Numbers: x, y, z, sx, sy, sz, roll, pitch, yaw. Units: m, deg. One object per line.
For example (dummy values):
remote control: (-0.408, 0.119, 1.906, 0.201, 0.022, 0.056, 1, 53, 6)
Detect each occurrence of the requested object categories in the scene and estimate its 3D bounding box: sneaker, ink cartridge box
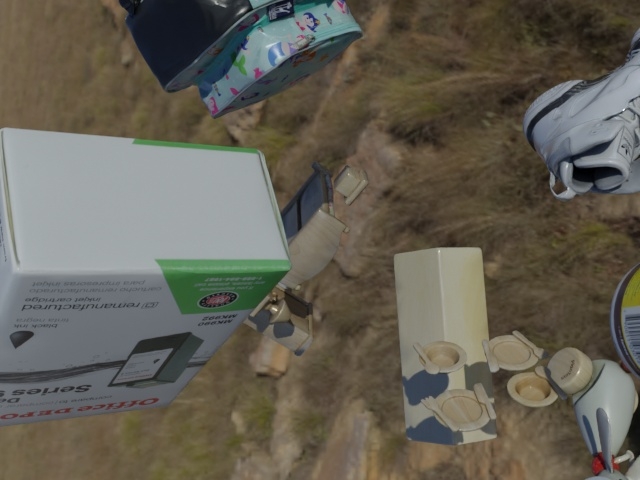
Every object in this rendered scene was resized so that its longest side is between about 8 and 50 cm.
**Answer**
sneaker: (0.480, -0.194, 1.249, 0.366, 0.137, 0.210, -31, 34, 27)
ink cartridge box: (-0.185, 0.046, 0.708, 0.289, 0.211, 0.121, -49, 50, 47)

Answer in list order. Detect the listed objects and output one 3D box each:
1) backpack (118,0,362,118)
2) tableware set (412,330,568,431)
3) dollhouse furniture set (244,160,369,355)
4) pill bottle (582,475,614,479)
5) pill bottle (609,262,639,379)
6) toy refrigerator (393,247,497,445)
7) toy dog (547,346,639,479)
backpack: (-0.061, -0.269, 0.953, 0.191, 0.253, 0.225, 55, 147, -9)
tableware set: (0.188, 0.153, 0.948, 0.141, 0.168, 0.020, -114, 17, -57)
dollhouse furniture set: (0.000, 0.000, 1.436, 0.355, 0.174, 0.303, -49, 20, 21)
pill bottle: (0.327, 0.313, 0.781, 0.121, 0.221, 0.121, -54, 14, 20)
pill bottle: (0.323, 0.056, 0.627, 0.215, 0.117, 0.117, 152, 123, -72)
toy refrigerator: (0.180, 0.148, 1.207, 0.102, 0.094, 0.269, -12, 79, 55)
toy dog: (0.516, 0.310, 1.426, 0.161, 0.220, 0.334, -47, 45, 33)
